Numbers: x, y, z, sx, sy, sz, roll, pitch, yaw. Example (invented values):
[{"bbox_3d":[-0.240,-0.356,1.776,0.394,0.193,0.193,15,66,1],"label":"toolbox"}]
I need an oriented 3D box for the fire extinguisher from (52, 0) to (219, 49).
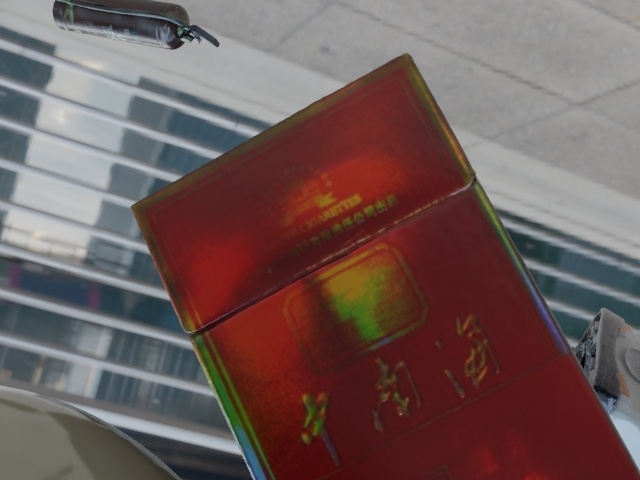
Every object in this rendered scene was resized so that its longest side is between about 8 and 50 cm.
[{"bbox_3d":[-0.174,-0.205,0.983,0.158,0.043,0.064,13,173,24],"label":"fire extinguisher"}]

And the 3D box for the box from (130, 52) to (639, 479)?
[{"bbox_3d":[0.042,0.072,0.635,0.197,0.313,0.089,-29,164,8],"label":"box"}]

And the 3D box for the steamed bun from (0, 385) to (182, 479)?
[{"bbox_3d":[-0.159,0.232,0.418,0.334,0.374,0.334,-15,137,-14],"label":"steamed bun"}]

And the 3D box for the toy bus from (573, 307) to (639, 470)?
[{"bbox_3d":[0.259,0.317,1.119,0.249,0.440,0.209,32,-157,5],"label":"toy bus"}]
